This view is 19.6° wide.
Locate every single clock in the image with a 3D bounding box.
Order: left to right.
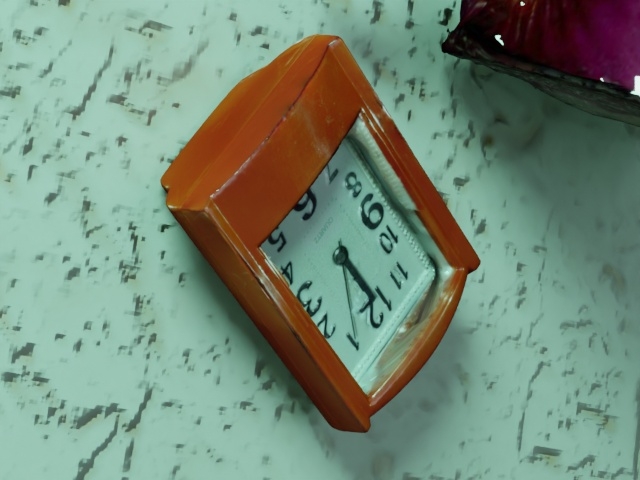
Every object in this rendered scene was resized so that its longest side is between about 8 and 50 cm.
[{"bbox_3d":[0.000,0.000,0.853,0.113,0.061,0.155,-54,125,-28],"label":"clock"}]

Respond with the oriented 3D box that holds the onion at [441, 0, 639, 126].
[{"bbox_3d":[0.199,-0.156,0.912,0.272,0.256,0.230,25,88,-61],"label":"onion"}]
